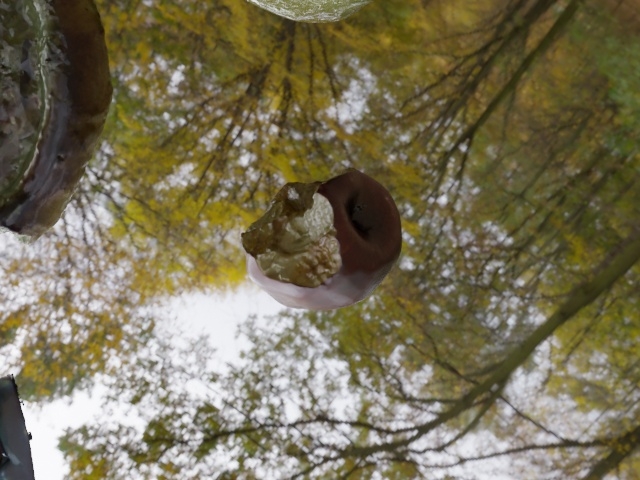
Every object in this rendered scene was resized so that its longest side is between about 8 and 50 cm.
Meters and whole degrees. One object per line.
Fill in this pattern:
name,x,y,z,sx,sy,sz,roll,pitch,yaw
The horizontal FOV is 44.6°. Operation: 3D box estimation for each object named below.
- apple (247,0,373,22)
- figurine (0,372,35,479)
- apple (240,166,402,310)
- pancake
apple,-0.021,-0.457,0.982,0.357,0.357,0.357,28,-157,-13
figurine,-0.513,0.235,0.804,0.388,0.276,0.248,-9,-132,-28
apple,0.002,0.004,0.854,0.147,0.158,0.156,30,-130,-35
pancake,-0.394,-0.213,0.921,0.305,0.426,0.067,20,-163,-3
